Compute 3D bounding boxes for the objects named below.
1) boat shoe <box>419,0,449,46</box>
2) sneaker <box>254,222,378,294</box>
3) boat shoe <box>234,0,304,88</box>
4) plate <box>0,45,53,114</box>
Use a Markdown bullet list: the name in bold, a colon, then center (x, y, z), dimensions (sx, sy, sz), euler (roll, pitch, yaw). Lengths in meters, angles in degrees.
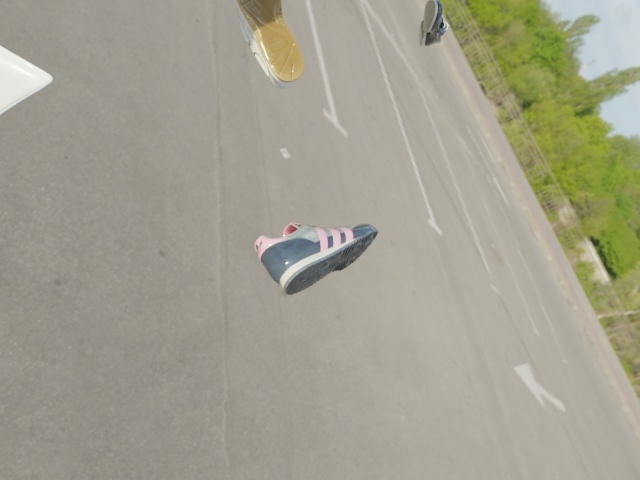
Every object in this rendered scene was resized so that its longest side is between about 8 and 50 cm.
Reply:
- **boat shoe**: center (0.305, -0.573, 1.470), dimensions (0.206, 0.064, 0.075), euler (71, 17, -86)
- **sneaker**: center (0.000, 0.000, 1.152), dimensions (0.131, 0.112, 0.319), euler (44, 34, 19)
- **boat shoe**: center (-0.123, -0.439, 1.133), dimensions (0.096, 0.098, 0.277), euler (-16, -87, 69)
- **plate**: center (-0.689, -0.290, 1.007), dimensions (0.277, 0.045, 0.278), euler (30, 46, -3)
